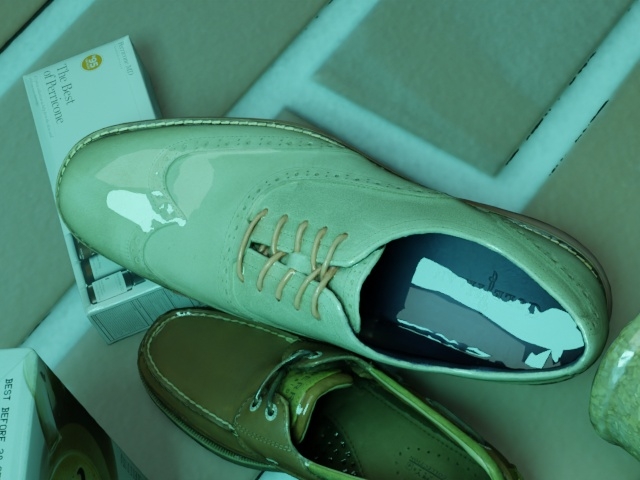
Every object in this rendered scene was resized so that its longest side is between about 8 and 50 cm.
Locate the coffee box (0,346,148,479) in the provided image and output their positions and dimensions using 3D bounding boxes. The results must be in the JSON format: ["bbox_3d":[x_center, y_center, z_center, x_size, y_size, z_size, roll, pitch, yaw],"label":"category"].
[{"bbox_3d":[-0.174,0.200,0.712,0.118,0.297,0.168,-5,60,7],"label":"coffee box"}]

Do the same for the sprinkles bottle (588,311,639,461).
[{"bbox_3d":[0.315,0.162,0.696,0.121,0.121,0.355,-39,47,-12],"label":"sprinkles bottle"}]

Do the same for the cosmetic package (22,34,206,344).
[{"bbox_3d":[-0.160,-0.046,0.982,0.098,0.060,0.239,-21,60,-2],"label":"cosmetic package"}]

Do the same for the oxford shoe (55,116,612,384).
[{"bbox_3d":[0.000,0.000,0.816,0.397,0.146,0.141,12,97,8],"label":"oxford shoe"}]

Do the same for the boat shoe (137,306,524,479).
[{"bbox_3d":[0.000,0.111,0.840,0.307,0.104,0.111,22,68,21],"label":"boat shoe"}]
